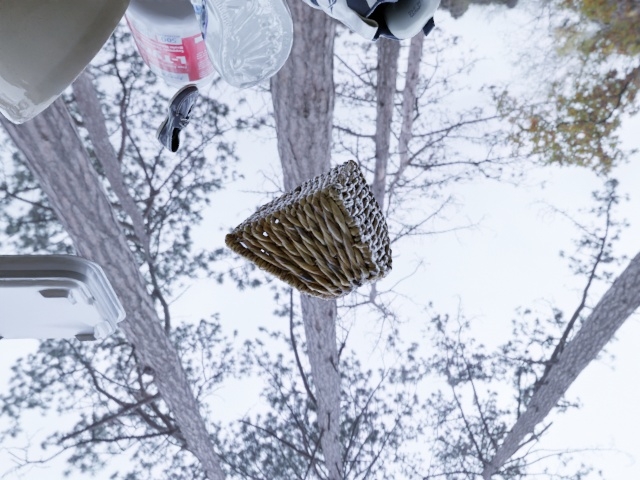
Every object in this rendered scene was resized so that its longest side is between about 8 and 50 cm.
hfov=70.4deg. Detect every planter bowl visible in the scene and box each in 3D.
[{"bbox_3d":[-0.260,-0.196,0.382,0.162,0.109,0.162,-20,-129,27],"label":"planter bowl"}]

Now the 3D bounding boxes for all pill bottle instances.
[{"bbox_3d":[-0.345,-0.526,1.103,0.229,0.408,0.228,1,-94,-11],"label":"pill bottle"}]

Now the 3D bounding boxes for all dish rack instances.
[{"bbox_3d":[-0.581,0.130,0.883,0.333,0.285,0.072,-1,-126,-8],"label":"dish rack"}]

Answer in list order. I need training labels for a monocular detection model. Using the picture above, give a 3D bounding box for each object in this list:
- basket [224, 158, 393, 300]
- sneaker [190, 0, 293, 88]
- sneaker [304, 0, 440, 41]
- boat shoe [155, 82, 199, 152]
[{"bbox_3d":[0.000,0.000,0.868,0.223,0.213,0.299,-25,-167,17],"label":"basket"},{"bbox_3d":[-0.146,-0.388,0.624,0.130,0.323,0.236,-26,-100,-5],"label":"sneaker"},{"bbox_3d":[0.094,-0.299,0.513,0.235,0.094,0.153,-37,-98,-30],"label":"sneaker"},{"bbox_3d":[-0.352,-0.306,1.152,0.065,0.206,0.075,52,-142,8],"label":"boat shoe"}]
